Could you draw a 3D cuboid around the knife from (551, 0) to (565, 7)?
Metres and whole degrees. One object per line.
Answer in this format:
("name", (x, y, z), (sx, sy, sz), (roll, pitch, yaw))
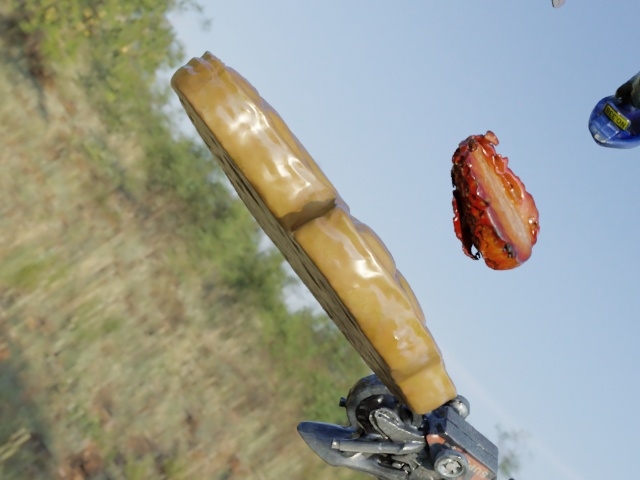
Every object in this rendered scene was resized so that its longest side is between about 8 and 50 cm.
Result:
("knife", (0.258, -0.326, 1.275), (0.032, 0.058, 0.244), (50, 4, 27))

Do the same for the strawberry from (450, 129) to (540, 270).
("strawberry", (0.213, -0.049, 1.504), (0.082, 0.121, 0.188), (-14, -68, 39))

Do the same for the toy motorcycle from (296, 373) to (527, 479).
("toy motorcycle", (0.128, 0.276, 1.394), (0.307, 0.173, 0.108), (39, 32, -15))

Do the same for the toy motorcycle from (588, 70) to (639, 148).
("toy motorcycle", (0.372, -0.158, 1.210), (0.113, 0.169, 0.315), (50, 35, 15))

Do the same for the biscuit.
("biscuit", (0.000, 0.000, 0.944), (0.312, 0.057, 0.351), (49, -6, 33))
